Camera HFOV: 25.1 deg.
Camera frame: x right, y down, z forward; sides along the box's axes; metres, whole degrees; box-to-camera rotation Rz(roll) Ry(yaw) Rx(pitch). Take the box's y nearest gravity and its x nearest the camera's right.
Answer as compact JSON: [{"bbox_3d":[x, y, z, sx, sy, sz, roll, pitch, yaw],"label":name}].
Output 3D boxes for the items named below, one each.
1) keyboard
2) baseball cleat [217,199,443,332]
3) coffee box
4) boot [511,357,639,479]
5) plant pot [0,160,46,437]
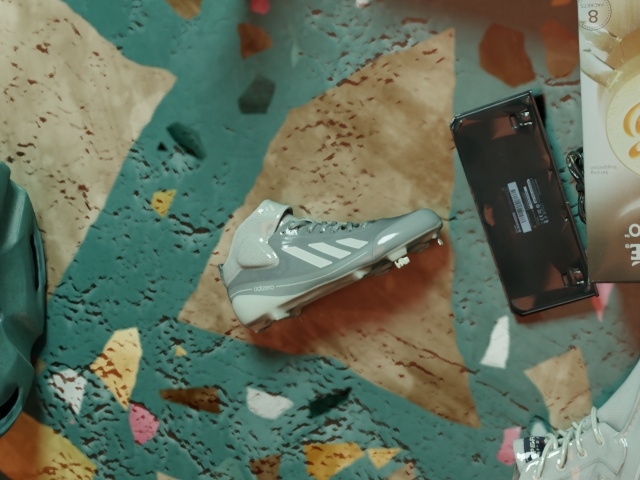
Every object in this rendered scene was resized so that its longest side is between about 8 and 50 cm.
[{"bbox_3d":[0.184,-0.034,1.198,0.108,0.023,0.180,-18,93,26],"label":"keyboard"},{"bbox_3d":[0.000,0.000,1.239,0.205,0.072,0.109,-28,82,16],"label":"baseball cleat"},{"bbox_3d":[0.280,-0.095,1.115,0.141,0.098,0.247,-2,97,21],"label":"coffee box"},{"bbox_3d":[0.219,0.178,1.175,0.123,0.095,0.258,15,103,9],"label":"boot"},{"bbox_3d":[-0.443,0.052,1.277,0.334,0.341,0.341,1,98,10],"label":"plant pot"}]
